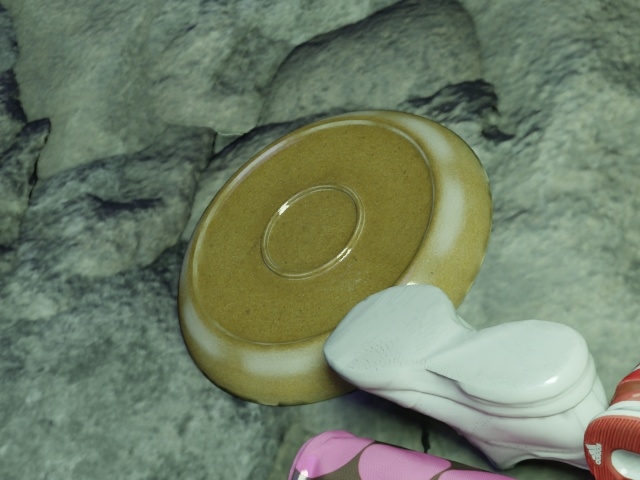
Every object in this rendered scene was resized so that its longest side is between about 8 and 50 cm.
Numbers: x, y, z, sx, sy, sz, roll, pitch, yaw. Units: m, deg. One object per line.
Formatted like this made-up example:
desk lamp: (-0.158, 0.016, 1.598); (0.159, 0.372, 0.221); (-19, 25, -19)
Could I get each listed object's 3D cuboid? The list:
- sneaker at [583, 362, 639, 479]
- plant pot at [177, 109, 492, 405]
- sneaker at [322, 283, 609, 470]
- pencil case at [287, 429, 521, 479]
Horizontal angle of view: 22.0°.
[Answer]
sneaker: (0.255, 0.095, 0.814); (0.221, 0.087, 0.128); (21, 46, 20)
plant pot: (0.000, 0.000, 1.098); (0.236, 0.032, 0.236); (-17, 48, 20)
sneaker: (0.083, 0.088, 0.935); (0.080, 0.094, 0.212); (-43, 29, -20)
pencil case: (0.073, 0.169, 0.875); (0.209, 0.095, 0.098); (12, 91, 42)
